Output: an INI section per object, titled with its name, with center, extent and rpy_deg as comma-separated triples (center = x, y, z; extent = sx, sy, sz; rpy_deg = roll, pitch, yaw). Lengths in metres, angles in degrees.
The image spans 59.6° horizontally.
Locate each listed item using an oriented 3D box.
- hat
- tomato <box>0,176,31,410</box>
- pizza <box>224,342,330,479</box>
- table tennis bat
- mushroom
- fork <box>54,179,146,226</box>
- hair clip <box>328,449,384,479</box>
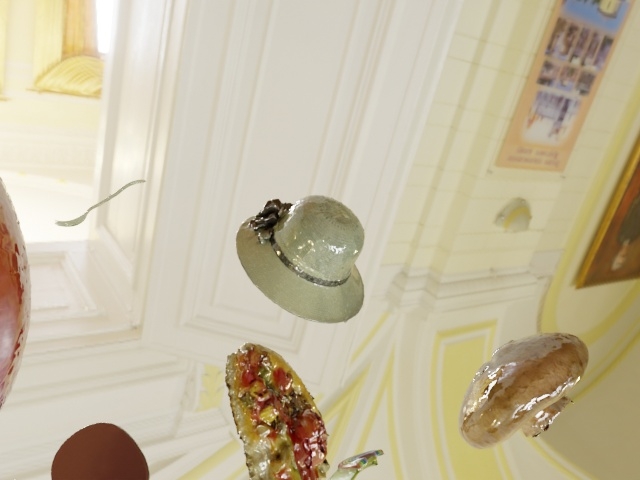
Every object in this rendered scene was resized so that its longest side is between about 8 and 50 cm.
[hat]
center = 0.000, 0.000, 0.931
extent = 0.257, 0.130, 0.257
rpy_deg = 26, -148, -18
[tomato]
center = -0.313, 0.025, 0.408
extent = 0.335, 0.289, 0.176
rpy_deg = 51, -163, 16
[pizza]
center = -0.059, 0.453, 1.184
extent = 0.130, 0.440, 0.406
rpy_deg = -20, -137, 13
[table tennis bat]
center = -0.329, 0.406, 0.890
extent = 0.138, 0.022, 0.246
rpy_deg = -34, -111, -22
[mushroom]
center = 0.337, 0.256, 0.954
extent = 0.146, 0.278, 0.278
rpy_deg = 52, -146, 16
[fork]
center = -0.482, -0.082, 1.242
extent = 0.219, 0.034, 0.028
rpy_deg = -36, -98, -33
[hair clip]
center = 0.043, 0.371, 0.881
extent = 0.060, 0.033, 0.188
rpy_deg = -24, 174, 25
